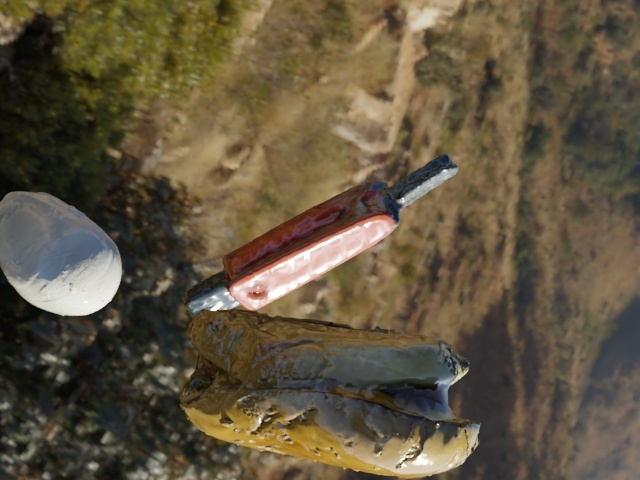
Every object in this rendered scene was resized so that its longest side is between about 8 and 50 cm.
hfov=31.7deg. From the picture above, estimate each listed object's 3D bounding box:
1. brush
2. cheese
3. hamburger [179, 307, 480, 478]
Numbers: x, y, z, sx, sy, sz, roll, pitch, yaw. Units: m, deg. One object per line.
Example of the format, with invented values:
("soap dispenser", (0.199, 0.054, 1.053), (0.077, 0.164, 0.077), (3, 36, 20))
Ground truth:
("brush", (0.000, 0.000, 1.179), (0.323, 0.051, 0.070), (-31, 139, 8))
("cheese", (-0.399, 0.029, 1.716), (0.154, 0.189, 0.198), (-59, 150, -22))
("hamburger", (0.000, 0.130, 0.929), (0.131, 0.261, 0.124), (4, 92, -77))
